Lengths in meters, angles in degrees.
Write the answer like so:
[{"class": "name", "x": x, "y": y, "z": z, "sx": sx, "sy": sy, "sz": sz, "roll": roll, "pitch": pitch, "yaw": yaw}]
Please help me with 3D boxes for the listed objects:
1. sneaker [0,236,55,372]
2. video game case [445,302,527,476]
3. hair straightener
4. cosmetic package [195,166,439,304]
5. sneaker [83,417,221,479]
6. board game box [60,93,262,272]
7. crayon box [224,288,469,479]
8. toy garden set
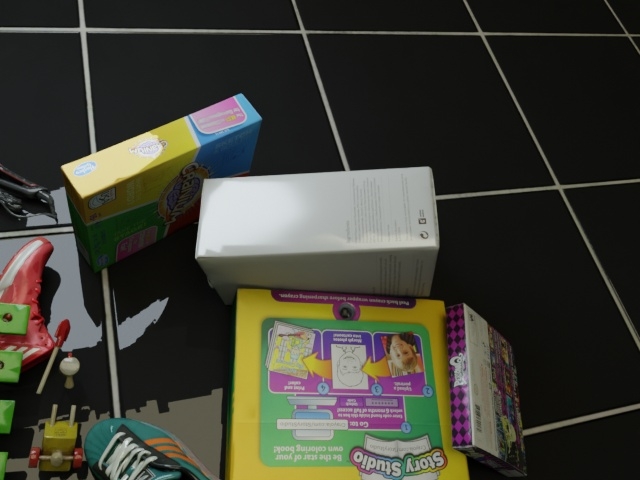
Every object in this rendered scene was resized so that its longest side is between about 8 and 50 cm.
[{"class": "sneaker", "x": -0.451, "y": 0.112, "z": 0.960, "sx": 0.128, "sy": 0.087, "sz": 0.221, "roll": 28, "pitch": 68, "yaw": -7}, {"class": "video game case", "x": 0.275, "y": 0.250, "z": 1.014, "sx": 0.210, "sy": 0.041, "sz": 0.232, "roll": 37, "pitch": 46, "yaw": -41}, {"class": "hair straightener", "x": -0.568, "y": -0.089, "z": 1.066, "sx": 0.230, "sy": 0.047, "sz": 0.089, "roll": 30, "pitch": 57, "yaw": -1}, {"class": "cosmetic package", "x": 0.000, "y": 0.000, "z": 1.009, "sx": 0.365, "sy": 0.197, "sz": 0.155, "roll": -1, "pitch": 63, "yaw": 3}, {"class": "sneaker", "x": -0.220, "y": 0.315, "z": 0.809, "sx": 0.302, "sy": 0.121, "sz": 0.108, "roll": 21, "pitch": 71, "yaw": 28}, {"class": "board game box", "x": -0.259, "y": -0.094, "z": 1.029, "sx": 0.316, "sy": 0.242, "sz": 0.064, "roll": -31, "pitch": 73, "yaw": -28}, {"class": "crayon box", "x": 0.035, "y": 0.248, "z": 0.982, "sx": 0.362, "sy": 0.106, "sz": 0.313, "roll": 5, "pitch": 62, "yaw": -12}, {"class": "toy garden set", "x": -0.434, "y": 0.215, "z": 0.863, "sx": 0.203, "sy": 0.049, "sz": 0.244, "roll": 9, "pitch": 67, "yaw": -23}]
